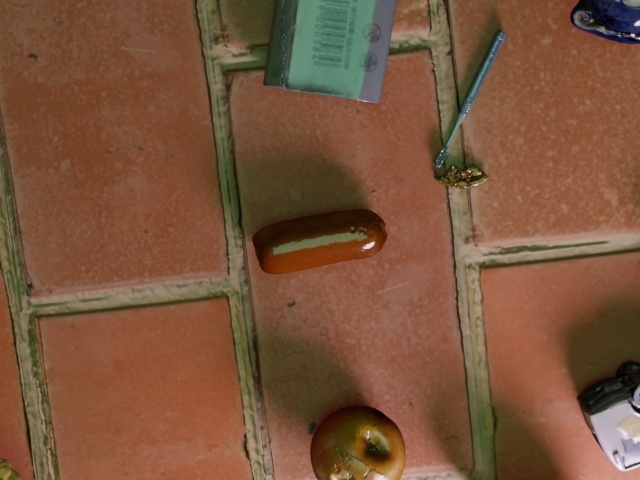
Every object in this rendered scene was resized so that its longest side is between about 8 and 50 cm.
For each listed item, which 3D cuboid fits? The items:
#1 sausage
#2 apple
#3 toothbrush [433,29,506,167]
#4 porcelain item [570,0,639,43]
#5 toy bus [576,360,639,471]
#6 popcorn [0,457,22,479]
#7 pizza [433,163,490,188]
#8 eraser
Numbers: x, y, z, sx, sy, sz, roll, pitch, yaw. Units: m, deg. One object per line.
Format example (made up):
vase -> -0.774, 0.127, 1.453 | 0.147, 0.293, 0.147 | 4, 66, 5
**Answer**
sausage -> 0.000, 0.000, 1.803 | 0.197, 0.076, 0.076 | -10, 97, 1
apple -> 0.058, 0.310, 1.810 | 0.146, 0.146, 0.147 | 0, 98, 1
toothbrush -> 0.216, -0.205, 1.799 | 0.016, 0.019, 0.220 | 26, 97, 2
porcelain item -> 0.425, -0.422, 1.713 | 0.186, 0.138, 0.288 | 13, 97, 10
toy bus -> 0.558, 0.226, 1.819 | 0.342, 0.097, 0.138 | -21, 104, 2
popcorn -> -0.526, 0.397, 1.792 | 0.180, 0.217, 0.235 | 13, 109, -5
pizza -> 0.207, -0.094, 1.816 | 0.083, 0.016, 0.037 | 2, 91, 2
eraser -> 0.018, -0.320, 1.756 | 0.174, 0.081, 0.227 | 10, 99, 3
